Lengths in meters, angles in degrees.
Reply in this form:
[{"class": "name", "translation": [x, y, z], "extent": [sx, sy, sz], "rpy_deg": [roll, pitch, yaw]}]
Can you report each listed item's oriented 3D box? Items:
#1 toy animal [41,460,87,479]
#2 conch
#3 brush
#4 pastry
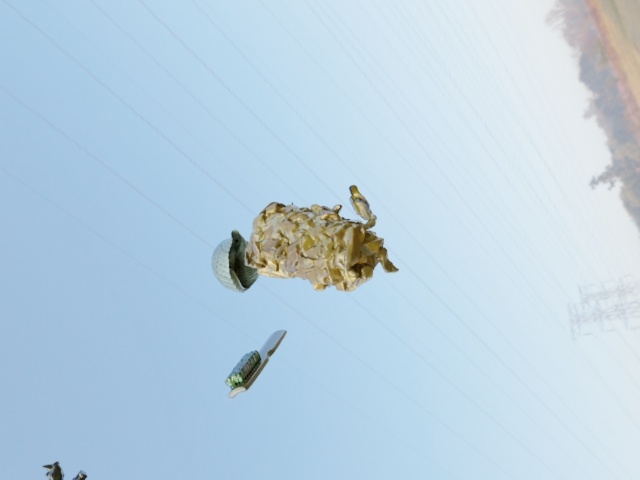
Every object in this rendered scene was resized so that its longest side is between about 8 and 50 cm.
[{"class": "toy animal", "translation": [-0.447, 0.446, 0.902], "extent": [0.136, 0.047, 0.065], "rpy_deg": [39, -122, -5]}, {"class": "conch", "translation": [-0.198, 0.054, 1.142], "extent": [0.153, 0.102, 0.135], "rpy_deg": [56, -151, -43]}, {"class": "brush", "translation": [-0.143, 0.262, 1.140], "extent": [0.048, 0.054, 0.282], "rpy_deg": [63, -161, -6]}, {"class": "pastry", "translation": [0.000, 0.000, 0.782], "extent": [0.102, 0.250, 0.154], "rpy_deg": [53, -126, -41]}]
